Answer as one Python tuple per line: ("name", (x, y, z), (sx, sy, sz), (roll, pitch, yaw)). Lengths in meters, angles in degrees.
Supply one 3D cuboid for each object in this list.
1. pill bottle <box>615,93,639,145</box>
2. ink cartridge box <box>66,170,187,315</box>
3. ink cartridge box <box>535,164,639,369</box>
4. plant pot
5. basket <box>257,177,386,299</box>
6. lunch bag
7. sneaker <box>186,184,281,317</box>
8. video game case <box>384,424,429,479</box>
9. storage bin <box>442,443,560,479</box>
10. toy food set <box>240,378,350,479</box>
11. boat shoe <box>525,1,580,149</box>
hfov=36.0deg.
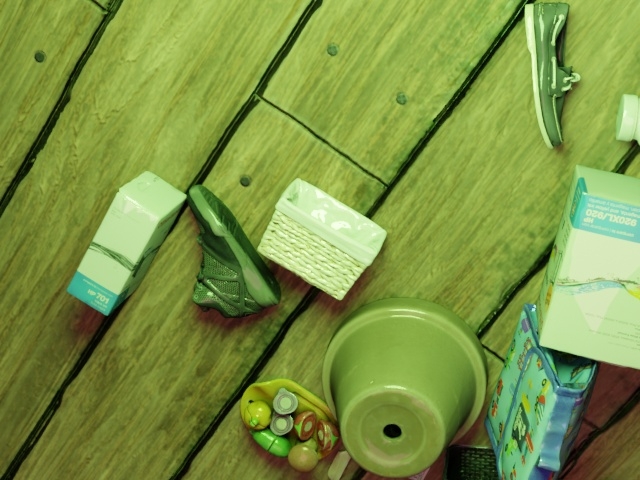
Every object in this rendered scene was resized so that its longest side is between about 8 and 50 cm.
("pill bottle", (0.490, -0.163, 1.358), (0.152, 0.086, 0.086), (7, 110, 8))
("ink cartridge box", (-0.301, 0.003, 1.538), (0.082, 0.139, 0.190), (33, 111, 0))
("ink cartridge box", (0.416, 0.037, 1.394), (0.168, 0.171, 0.232), (13, 110, 7))
("plant pot", (0.121, 0.242, 1.485), (0.263, 0.229, 0.262), (2, 107, 8))
("basket", (0.000, 0.000, 1.495), (0.167, 0.113, 0.103), (30, 113, 0))
("lunch bag", (0.328, 0.257, 1.420), (0.138, 0.293, 0.220), (16, 110, 5))
("sneaker", (-0.171, 0.029, 1.551), (0.130, 0.087, 0.227), (-27, 107, 12))
("video game case", (0.131, 0.344, 1.639), (0.122, 0.011, 0.087), (25, 111, 2))
("storage bin", (0.286, 0.395, 1.567), (0.180, 0.122, 0.084), (1, 109, 11))
("toy food set", (-0.040, 0.321, 1.632), (0.218, 0.071, 0.128), (32, 111, -1))
("boat shoe", (0.328, -0.230, 1.374), (0.065, 0.075, 0.206), (-7, 102, 16))
